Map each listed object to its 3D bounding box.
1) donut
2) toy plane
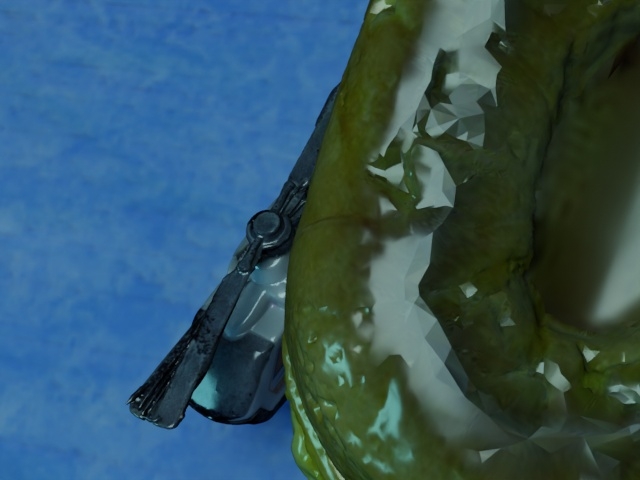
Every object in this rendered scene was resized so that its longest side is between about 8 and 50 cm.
[{"bbox_3d":[0.100,-0.010,0.559,0.208,0.128,0.261,11,83,5],"label":"donut"},{"bbox_3d":[0.001,0.000,0.642,0.053,0.078,0.197,27,72,27],"label":"toy plane"}]
